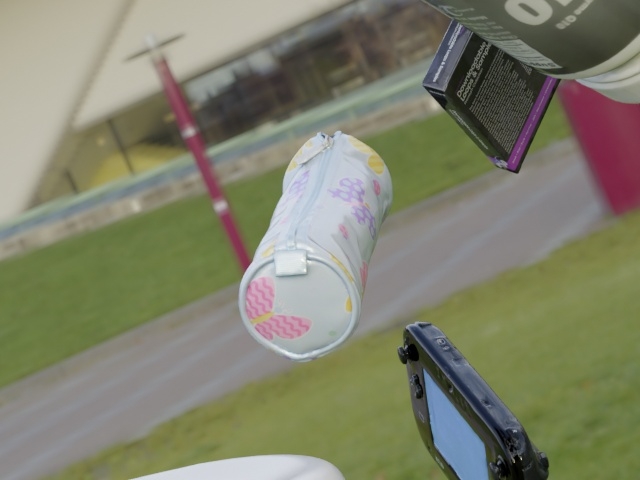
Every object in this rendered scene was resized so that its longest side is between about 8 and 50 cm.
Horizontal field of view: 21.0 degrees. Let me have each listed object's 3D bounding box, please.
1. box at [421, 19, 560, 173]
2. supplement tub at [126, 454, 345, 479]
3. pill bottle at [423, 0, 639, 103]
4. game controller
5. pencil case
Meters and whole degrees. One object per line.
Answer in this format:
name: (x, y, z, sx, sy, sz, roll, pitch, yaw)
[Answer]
box: (0.153, -0.144, 1.486, 0.029, 0.116, 0.162, 18, -14, 34)
supplement tub: (-0.068, 0.324, 1.147, 0.235, 0.324, 0.235, -12, 2, 1)
pill bottle: (0.156, -0.210, 1.213, 0.161, 0.161, 0.283, -21, -33, 41)
game controller: (0.158, 0.212, 1.830, 0.067, 0.166, 0.319, -7, 24, -16)
pencil case: (0.000, 0.000, 1.645, 0.114, 0.124, 0.273, 11, 30, 4)
